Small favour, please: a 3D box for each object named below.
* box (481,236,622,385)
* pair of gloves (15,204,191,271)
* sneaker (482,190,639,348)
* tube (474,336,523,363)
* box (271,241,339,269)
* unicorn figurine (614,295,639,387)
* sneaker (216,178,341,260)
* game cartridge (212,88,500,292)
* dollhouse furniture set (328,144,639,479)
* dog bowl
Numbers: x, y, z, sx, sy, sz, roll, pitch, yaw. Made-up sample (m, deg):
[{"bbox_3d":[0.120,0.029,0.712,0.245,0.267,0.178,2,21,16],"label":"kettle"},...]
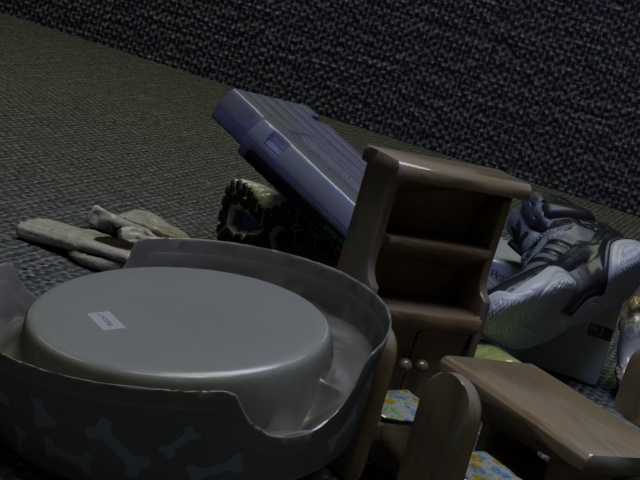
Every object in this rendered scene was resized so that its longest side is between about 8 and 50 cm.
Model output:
[{"bbox_3d":[0.282,0.084,1.987,0.181,0.119,0.182,17,12,7],"label":"box"},{"bbox_3d":[-0.224,0.000,1.900,0.204,0.042,0.240,21,12,24],"label":"pair of gloves"},{"bbox_3d":[0.251,0.030,1.829,0.269,0.101,0.153,-17,48,-36],"label":"sneaker"},{"bbox_3d":[0.167,0.132,1.777,0.070,0.062,0.240,50,-4,-18],"label":"tube"},{"bbox_3d":[-0.053,0.048,1.750,0.164,0.021,0.201,-15,17,-20],"label":"box"},{"bbox_3d":[0.382,0.145,1.906,0.060,0.161,0.111,-11,-9,17],"label":"unicorn figurine"},{"bbox_3d":[0.000,0.000,1.985,0.147,0.129,0.330,6,15,-32],"label":"sneaker"},{"bbox_3d":[0.044,-0.040,1.842,0.355,0.068,0.230,44,19,18],"label":"game cartridge"},{"bbox_3d":[0.177,0.095,1.464,0.362,0.256,0.394,8,14,-33],"label":"dollhouse furniture set"},{"bbox_3d":[-0.118,0.098,1.293,0.349,0.102,0.349,4,18,-1],"label":"dog bowl"}]
